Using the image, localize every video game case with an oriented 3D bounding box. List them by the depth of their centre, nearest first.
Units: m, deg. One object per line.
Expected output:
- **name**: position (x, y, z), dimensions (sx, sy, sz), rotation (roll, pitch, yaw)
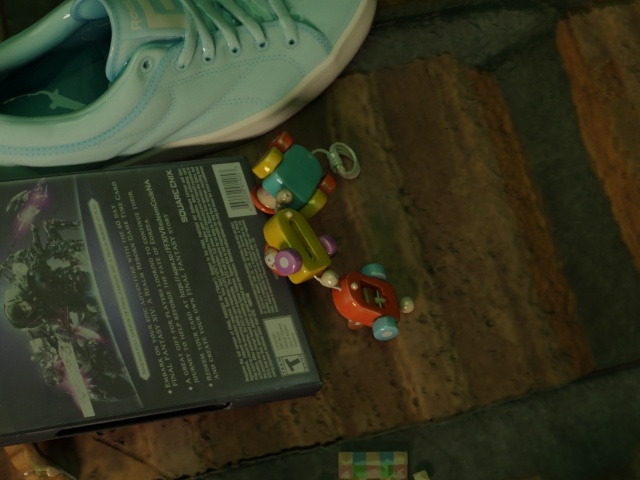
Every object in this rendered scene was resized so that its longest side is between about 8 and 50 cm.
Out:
- **video game case**: position (-0.150, 0.039, 1.273), dimensions (0.274, 0.026, 0.196), rotation (-7, 65, -26)

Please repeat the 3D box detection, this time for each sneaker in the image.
- **sneaker**: position (-0.112, -0.140, 1.336), dimensions (0.366, 0.150, 0.135), rotation (-31, 71, -14)

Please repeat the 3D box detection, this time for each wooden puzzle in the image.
- **wooden puzzle**: position (0.037, 0.175, 1.276), dimensions (0.083, 0.006, 0.049), rotation (0, 66, -1)

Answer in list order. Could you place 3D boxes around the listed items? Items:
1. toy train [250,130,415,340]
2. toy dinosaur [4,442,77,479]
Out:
- **toy train**: position (0.000, 0.000, 1.329), dimensions (0.125, 0.046, 0.166), rotation (15, 49, -41)
- **toy dinosaur**: position (-0.245, 0.094, 1.277), dimensions (0.211, 0.064, 0.112), rotation (39, 72, 15)
